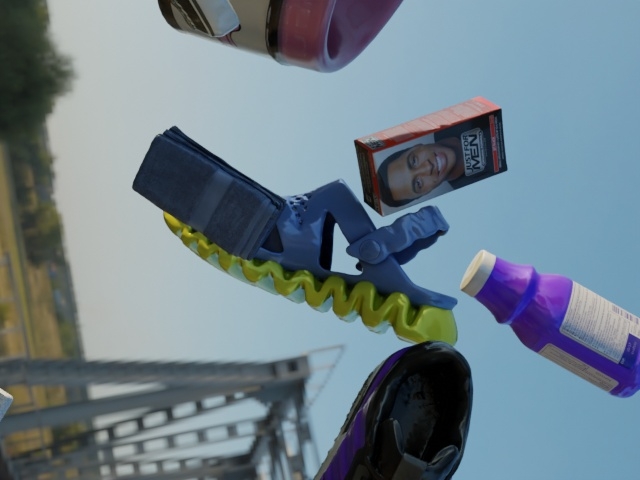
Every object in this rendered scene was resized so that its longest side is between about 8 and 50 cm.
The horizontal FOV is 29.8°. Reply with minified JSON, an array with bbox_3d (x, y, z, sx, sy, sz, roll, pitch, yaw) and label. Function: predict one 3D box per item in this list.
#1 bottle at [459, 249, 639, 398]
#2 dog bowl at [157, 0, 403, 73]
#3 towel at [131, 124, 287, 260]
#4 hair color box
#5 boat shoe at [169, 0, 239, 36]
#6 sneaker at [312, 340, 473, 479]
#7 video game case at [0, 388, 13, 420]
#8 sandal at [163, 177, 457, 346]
[{"bbox_3d":[0.331,0.109,1.674,0.092,0.283,0.118,-56,-173,48],"label":"bottle"},{"bbox_3d":[0.028,-0.331,1.075,0.150,0.408,0.408,32,-27,8],"label":"dog bowl"},{"bbox_3d":[-0.092,-0.038,0.988,0.067,0.119,0.029,-57,-178,27],"label":"towel"},{"bbox_3d":[0.107,-0.082,1.156,0.043,0.141,0.072,44,-30,56],"label":"hair color box"},{"bbox_3d":[-0.143,-0.212,0.802,0.219,0.070,0.078,49,-1,-1],"label":"boat shoe"},{"bbox_3d":[0.047,0.206,0.966,0.146,0.102,0.293,129,-16,-69],"label":"sneaker"},{"bbox_3d":[-0.260,0.130,0.759,0.122,0.087,0.011,-59,162,-5],"label":"video game case"},{"bbox_3d":[0.000,0.000,1.195,0.126,0.317,0.138,70,39,-85],"label":"sandal"}]
